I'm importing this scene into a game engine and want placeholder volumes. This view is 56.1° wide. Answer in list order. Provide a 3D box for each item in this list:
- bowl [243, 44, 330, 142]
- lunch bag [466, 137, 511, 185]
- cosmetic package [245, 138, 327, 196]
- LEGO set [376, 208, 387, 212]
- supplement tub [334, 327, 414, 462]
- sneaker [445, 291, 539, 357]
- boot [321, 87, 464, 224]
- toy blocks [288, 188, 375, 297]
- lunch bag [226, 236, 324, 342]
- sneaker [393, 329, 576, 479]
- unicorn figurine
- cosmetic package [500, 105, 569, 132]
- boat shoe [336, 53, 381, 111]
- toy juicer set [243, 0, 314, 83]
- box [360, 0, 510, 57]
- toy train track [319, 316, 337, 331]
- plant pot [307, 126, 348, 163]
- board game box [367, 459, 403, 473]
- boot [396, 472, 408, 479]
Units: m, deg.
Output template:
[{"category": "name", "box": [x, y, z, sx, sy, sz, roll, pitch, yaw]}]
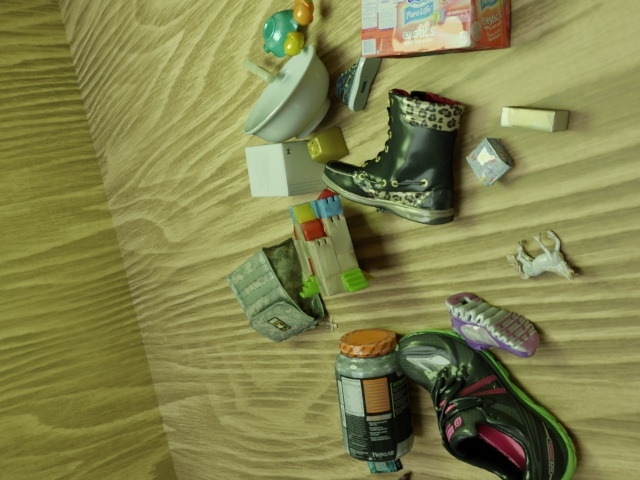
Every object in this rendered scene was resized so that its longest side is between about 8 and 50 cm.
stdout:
[{"category": "bowl", "box": [-0.068, -0.372, 1.634, 0.298, 0.134, 0.297, -42, 26, 26]}, {"category": "lunch bag", "box": [0.365, -0.167, 1.285, 0.071, 0.053, 0.083, -51, 52, 42]}, {"category": "cosmetic package", "box": [-0.100, -0.211, 1.750, 0.184, 0.151, 0.151, 5, 106, 50]}, {"category": "LEGO set", "box": [0.148, -0.100, 1.586, 0.083, 0.023, 0.054, 29, 121, 42]}, {"category": "supplement tub", "box": [0.142, 0.407, 1.605, 0.194, 0.194, 0.315, 4, 103, 50]}, {"category": "sneaker", "box": [0.381, 0.207, 1.350, 0.236, 0.095, 0.104, 29, 129, 48]}, {"category": "boot", "box": [0.170, -0.218, 1.435, 0.377, 0.138, 0.284, 26, 121, 39]}, {"category": "toy blocks", "box": [0.000, 0.000, 1.626, 0.381, 0.191, 0.260, -178, 71, -78]}, {"category": "lunch bag", "box": [-0.134, 0.176, 1.896, 0.235, 0.169, 0.287, -35, 81, 45]}, {"category": "sneaker", "box": [0.337, 0.371, 1.353, 0.483, 0.202, 0.185, 38, 127, 38]}, {"category": "unicorn figurine", "box": [0.461, 0.039, 1.232, 0.111, 0.060, 0.162, 69, 156, 9]}, {"category": "cosmetic package", "box": [0.423, -0.241, 1.187, 0.115, 0.060, 0.041, 19, 114, 45]}, {"category": "boat shoe", "box": [0.090, -0.426, 1.527, 0.083, 0.065, 0.183, 45, 132, 31]}, {"category": "toy juicer set", "box": [-0.099, -0.560, 1.683, 0.329, 0.090, 0.209, -54, 46, 36]}, {"category": "box", "box": [0.236, -0.475, 1.277, 0.300, 0.142, 0.154, 12, 109, 48]}, {"category": "toy train track", "box": [0.020, 0.257, 1.849, 0.083, 0.014, 0.048, 6, 105, 50]}, {"category": "plant pot", "box": [0.012, -0.257, 1.656, 0.081, 0.083, 0.081, -26, 81, 50]}, {"category": "board game box", "box": [0.160, 0.589, 1.767, 0.126, 0.026, 0.186, -32, 76, 50]}, {"category": "boot", "box": [0.257, 0.719, 1.679, 0.114, 0.037, 0.106, 48, 146, 35]}]
